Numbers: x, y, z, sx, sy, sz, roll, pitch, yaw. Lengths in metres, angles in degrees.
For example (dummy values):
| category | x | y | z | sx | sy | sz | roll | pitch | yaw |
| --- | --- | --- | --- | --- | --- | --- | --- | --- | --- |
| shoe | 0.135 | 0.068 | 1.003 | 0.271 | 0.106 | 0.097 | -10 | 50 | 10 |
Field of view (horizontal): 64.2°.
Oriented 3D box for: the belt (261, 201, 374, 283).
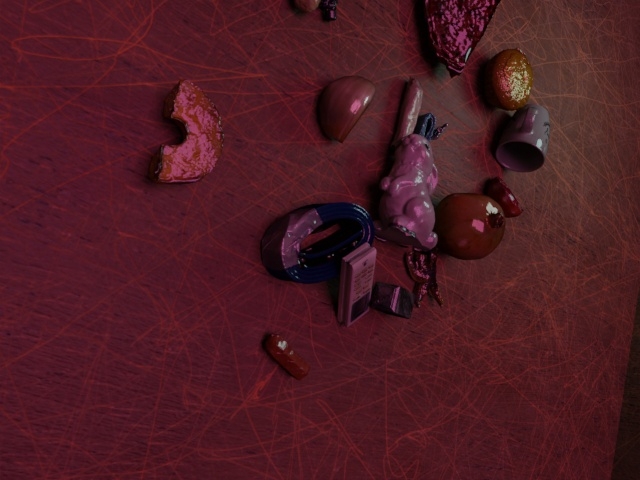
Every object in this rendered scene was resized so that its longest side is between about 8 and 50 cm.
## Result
| category | x | y | z | sx | sy | sz | roll | pitch | yaw |
| --- | --- | --- | --- | --- | --- | --- | --- | --- | --- |
| belt | 0.000 | 0.000 | 1.485 | 0.346 | 0.117 | 0.213 | -22 | 106 | -34 |

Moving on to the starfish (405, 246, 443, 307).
| category | x | y | z | sx | sy | sz | roll | pitch | yaw |
| --- | --- | --- | --- | --- | --- | --- | --- | --- | --- |
| starfish | 0.370 | 0.133 | 1.791 | 0.216 | 0.071 | 0.238 | -43 | 104 | -22 |

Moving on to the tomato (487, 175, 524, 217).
| category | x | y | z | sx | sy | sz | roll | pitch | yaw |
| --- | --- | --- | --- | --- | --- | --- | --- | --- | --- |
| tomato | 0.717 | -0.162 | 2.025 | 0.173 | 0.099 | 0.189 | 50 | 23 | -9 |

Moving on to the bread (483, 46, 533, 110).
| category | x | y | z | sx | sy | sz | roll | pitch | yaw |
| --- | --- | --- | --- | --- | --- | --- | --- | --- | --- |
| bread | 0.728 | -0.622 | 1.998 | 0.239 | 0.139 | 0.240 | 0 | 90 | -36 |

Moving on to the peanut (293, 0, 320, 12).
| category | x | y | z | sx | sy | sz | roll | pitch | yaw |
| --- | --- | --- | --- | --- | --- | --- | --- | --- | --- |
| peanut | -0.041 | -0.767 | 1.469 | 0.098 | 0.090 | 0.215 | -10 | 97 | -23 |

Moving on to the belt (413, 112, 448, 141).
| category | x | y | z | sx | sy | sz | roll | pitch | yaw |
| --- | --- | --- | --- | --- | --- | --- | --- | --- | --- |
| belt | 0.368 | -0.356 | 1.790 | 0.100 | 0.065 | 0.179 | 31 | 74 | -23 |

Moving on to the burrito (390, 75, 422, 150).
| category | x | y | z | sx | sy | sz | roll | pitch | yaw |
| --- | --- | --- | --- | --- | --- | --- | --- | --- | --- |
| burrito | 0.297 | -0.424 | 1.736 | 0.082 | 0.059 | 0.275 | 31 | 72 | -47 |

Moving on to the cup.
| category | x | y | z | sx | sy | sz | roll | pitch | yaw |
| --- | --- | --- | --- | --- | --- | --- | --- | --- | --- |
| cup | 0.818 | -0.438 | 2.013 | 0.258 | 0.186 | 0.234 | 70 | 41 | -59 |

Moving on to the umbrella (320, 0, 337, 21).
| category | x | y | z | sx | sy | sz | roll | pitch | yaw |
| --- | --- | --- | --- | --- | --- | --- | --- | --- | --- |
| umbrella | 0.029 | -0.780 | 1.539 | 0.071 | 0.080 | 0.224 | -23 | 110 | -69 |

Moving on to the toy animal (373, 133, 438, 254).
| category | x | y | z | sx | sy | sz | roll | pitch | yaw |
| --- | --- | --- | --- | --- | --- | --- | --- | --- | --- |
| toy animal | 0.297 | -0.158 | 1.659 | 0.257 | 0.193 | 0.358 | 30 | 71 | -33 |

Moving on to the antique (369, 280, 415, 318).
| category | x | y | z | sx | sy | sz | roll | pitch | yaw |
| --- | --- | --- | --- | --- | --- | --- | --- | --- | --- |
| antique | 0.231 | 0.191 | 1.630 | 0.183 | 0.086 | 0.088 | 29 | 73 | -59 |

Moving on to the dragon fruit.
| category | x | y | z | sx | sy | sz | roll | pitch | yaw |
| --- | --- | --- | --- | --- | --- | --- | --- | --- | --- |
| dragon fruit | 0.459 | -0.767 | 1.840 | 0.285 | 0.228 | 0.330 | 18 | 100 | -3 |

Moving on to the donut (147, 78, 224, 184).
| category | x | y | z | sx | sy | sz | roll | pitch | yaw |
| --- | --- | --- | --- | --- | --- | --- | --- | --- | --- |
| donut | -0.323 | -0.242 | 1.259 | 0.152 | 0.101 | 0.259 | 19 | 78 | -35 |

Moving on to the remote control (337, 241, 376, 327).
| category | x | y | z | sx | sy | sz | roll | pitch | yaw |
| --- | --- | --- | --- | --- | --- | --- | --- | --- | --- |
| remote control | 0.108 | 0.139 | 1.518 | 0.102 | 0.055 | 0.277 | -32 | 142 | -31 |

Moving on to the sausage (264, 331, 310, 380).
| category | x | y | z | sx | sy | sz | roll | pitch | yaw |
| --- | --- | --- | --- | --- | --- | --- | --- | --- | --- |
| sausage | -0.101 | 0.325 | 1.445 | 0.169 | 0.065 | 0.065 | 50 | 63 | -24 |

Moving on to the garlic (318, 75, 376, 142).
| category | x | y | z | sx | sy | sz | roll | pitch | yaw |
| --- | --- | --- | --- | --- | --- | --- | --- | --- | --- |
| garlic | 0.090 | -0.418 | 1.559 | 0.245 | 0.145 | 0.164 | -53 | 150 | -25 |

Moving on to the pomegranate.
| category | x | y | z | sx | sy | sz | roll | pitch | yaw |
| --- | --- | --- | --- | --- | --- | --- | --- | --- | --- |
| pomegranate | 0.524 | -0.054 | 1.770 | 0.252 | 0.270 | 0.229 | 28 | 67 | -30 |
